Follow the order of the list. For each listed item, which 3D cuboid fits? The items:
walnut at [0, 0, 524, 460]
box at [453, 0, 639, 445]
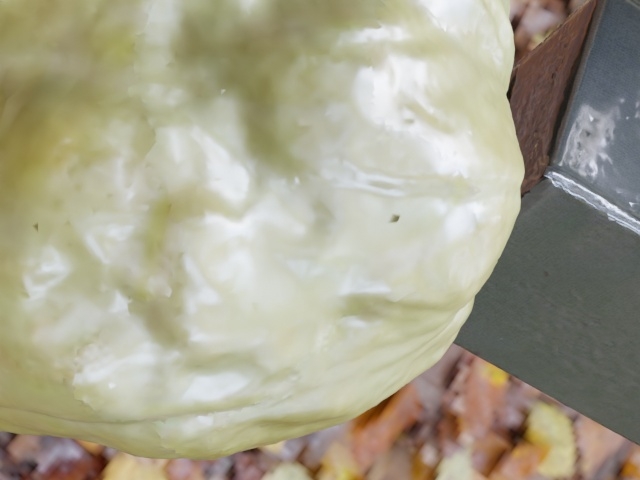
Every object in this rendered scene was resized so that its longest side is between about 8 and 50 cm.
[{"bbox_3d":[-0.053,-0.048,0.803,0.253,0.277,0.282,101,-16,-82],"label":"walnut"},{"bbox_3d":[0.270,0.004,1.490,0.251,0.345,0.204,-41,-156,54],"label":"box"}]
